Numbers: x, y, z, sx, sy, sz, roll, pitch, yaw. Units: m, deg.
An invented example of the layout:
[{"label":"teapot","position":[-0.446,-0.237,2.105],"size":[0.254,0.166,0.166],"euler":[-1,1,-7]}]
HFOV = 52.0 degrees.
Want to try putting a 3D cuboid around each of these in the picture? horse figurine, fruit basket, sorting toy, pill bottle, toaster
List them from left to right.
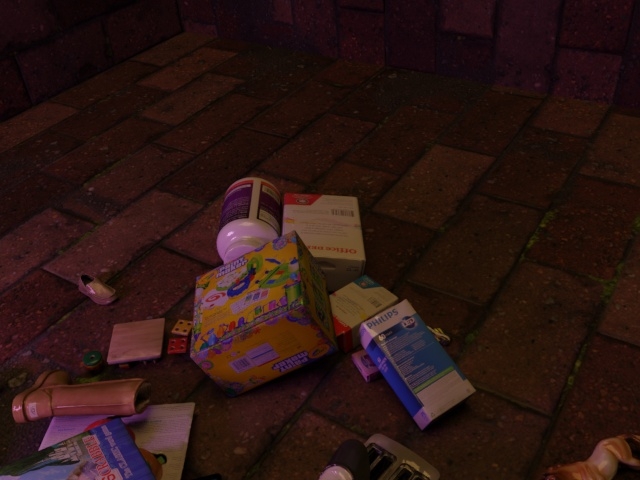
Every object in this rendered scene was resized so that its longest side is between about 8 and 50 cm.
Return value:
[{"label":"fruit basket","position":[-0.437,0.473,1.349],"size":[0.327,0.165,0.353],"euler":[-6,22,-1]},{"label":"sorting toy","position":[-0.454,0.265,1.674],"size":[0.275,0.046,0.132],"euler":[-8,37,-2]},{"label":"pill bottle","position":[-0.206,-0.034,1.926],"size":[0.182,0.181,0.323],"euler":[-4,37,2]},{"label":"toaster","position":[0.132,0.484,1.261],"size":[0.168,0.110,0.186],"euler":[26,47,34]},{"label":"horse figurine","position":[0.576,0.455,1.283],"size":[0.263,0.066,0.174],"euler":[-30,50,-26]}]

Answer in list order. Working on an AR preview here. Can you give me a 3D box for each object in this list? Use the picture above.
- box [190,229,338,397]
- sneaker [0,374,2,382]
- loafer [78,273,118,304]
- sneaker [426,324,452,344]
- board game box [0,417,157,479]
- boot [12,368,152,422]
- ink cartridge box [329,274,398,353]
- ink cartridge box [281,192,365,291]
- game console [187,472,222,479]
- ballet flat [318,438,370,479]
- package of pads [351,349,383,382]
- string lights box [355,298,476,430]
[{"label":"box","position":[-0.137,0.171,1.573],"size":[0.290,0.177,0.279],"euler":[-25,36,13]},{"label":"sneaker","position":[-0.870,0.389,1.533],"size":[0.226,0.086,0.163],"euler":[-10,40,-10]},{"label":"loafer","position":[-0.636,0.138,1.861],"size":[0.148,0.050,0.056],"euler":[17,43,27]},{"label":"sneaker","position":[0.291,0.233,1.643],"size":[0.083,0.031,0.035],"euler":[27,34,30]},{"label":"board game box","position":[-0.432,0.459,1.086],"size":[0.318,0.065,0.319],"euler":[-19,27,-28]},{"label":"boot","position":[-0.513,0.347,1.484],"size":[0.270,0.089,0.236],"euler":[-6,10,2]},{"label":"ink cartridge box","position":[0.072,0.195,1.674],"size":[0.231,0.078,0.134],"euler":[-28,41,-27]},{"label":"ink cartridge box","position":[0.000,0.000,1.874],"size":[0.226,0.131,0.306],"euler":[5,38,-4]},{"label":"game console","position":[-0.204,0.514,1.228],"size":[0.124,0.085,0.144],"euler":[24,5,32]},{"label":"ballet flat","position":[0.018,0.492,1.163],"size":[0.095,0.096,0.280],"euler":[8,75,32]},{"label":"package of pads","position":[0.114,0.297,1.573],"size":[0.050,0.032,0.083],"euler":[-20,40,-17]},{"label":"string lights box","position":[0.210,0.274,1.476],"size":[0.133,0.076,0.259],"euler":[-25,65,-24]}]
